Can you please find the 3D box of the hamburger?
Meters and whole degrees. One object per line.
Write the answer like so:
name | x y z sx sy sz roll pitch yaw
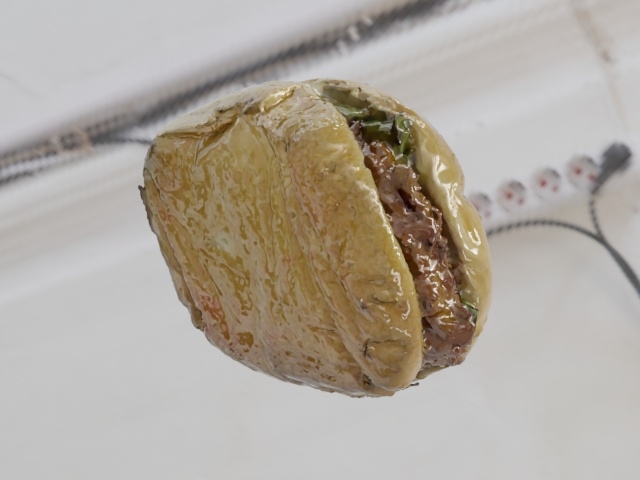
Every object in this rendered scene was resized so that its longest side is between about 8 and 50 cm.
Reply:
hamburger | 0.000 0.000 0.427 0.083 0.044 0.076 3 -65 48
